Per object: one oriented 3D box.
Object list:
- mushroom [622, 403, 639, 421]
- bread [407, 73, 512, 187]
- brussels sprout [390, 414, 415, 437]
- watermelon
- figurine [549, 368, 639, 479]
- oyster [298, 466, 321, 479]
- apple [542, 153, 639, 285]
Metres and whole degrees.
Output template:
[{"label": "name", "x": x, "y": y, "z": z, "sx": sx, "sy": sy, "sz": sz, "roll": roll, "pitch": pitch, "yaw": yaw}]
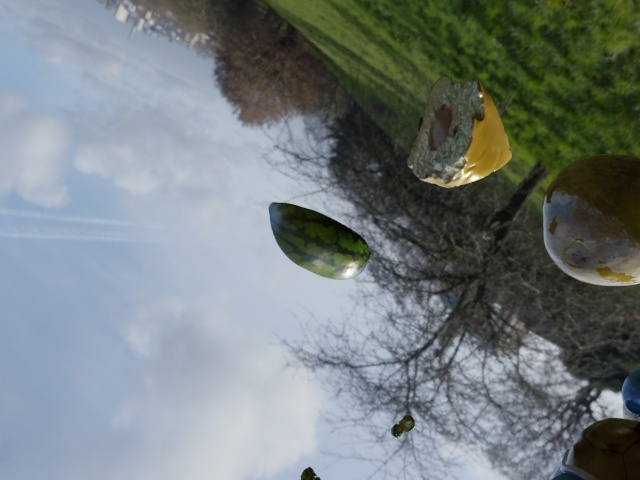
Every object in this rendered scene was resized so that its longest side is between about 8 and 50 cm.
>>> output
[{"label": "mushroom", "x": 0.971, "y": 0.504, "z": 1.644, "sx": 0.166, "sy": 0.166, "sz": 0.127, "roll": 28, "pitch": -170, "yaw": -1}, {"label": "bread", "x": 0.299, "y": -0.240, "z": 1.317, "sx": 0.184, "sy": 0.211, "sz": 0.224, "roll": 21, "pitch": 143, "yaw": 50}, {"label": "brussels sprout", "x": 0.230, "y": 0.531, "z": 1.600, "sx": 0.083, "sy": 0.051, "sz": 0.046, "roll": -18, "pitch": -120, "yaw": -30}, {"label": "watermelon", "x": 0.011, "y": -0.012, "z": 1.420, "sx": 0.304, "sy": 0.128, "sz": 0.159, "roll": 26, "pitch": -142, "yaw": -12}, {"label": "figurine", "x": 0.660, "y": 0.496, "z": 1.229, "sx": 0.243, "sy": 0.416, "sz": 0.298, "roll": 48, "pitch": 166, "yaw": -33}, {"label": "oyster", "x": -0.003, "y": 0.632, "z": 1.344, "sx": 0.106, "sy": 0.061, "sz": 0.200, "roll": 37, "pitch": -162, "yaw": -37}, {"label": "apple", "x": 0.564, "y": -0.039, "z": 1.072, "sx": 0.264, "sy": 0.264, "sz": 0.264, "roll": 27, "pitch": -168, "yaw": -6}]
